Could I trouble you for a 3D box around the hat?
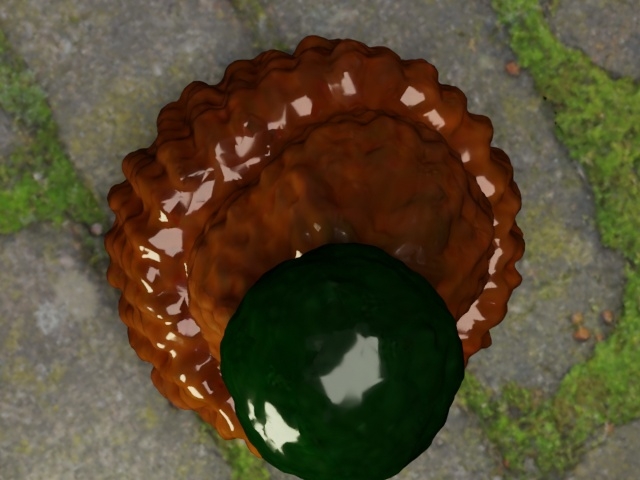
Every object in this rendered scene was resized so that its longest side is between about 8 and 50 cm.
[{"bbox_3d":[0.000,0.000,1.211,0.285,0.400,0.285,0,90,-4],"label":"hat"}]
